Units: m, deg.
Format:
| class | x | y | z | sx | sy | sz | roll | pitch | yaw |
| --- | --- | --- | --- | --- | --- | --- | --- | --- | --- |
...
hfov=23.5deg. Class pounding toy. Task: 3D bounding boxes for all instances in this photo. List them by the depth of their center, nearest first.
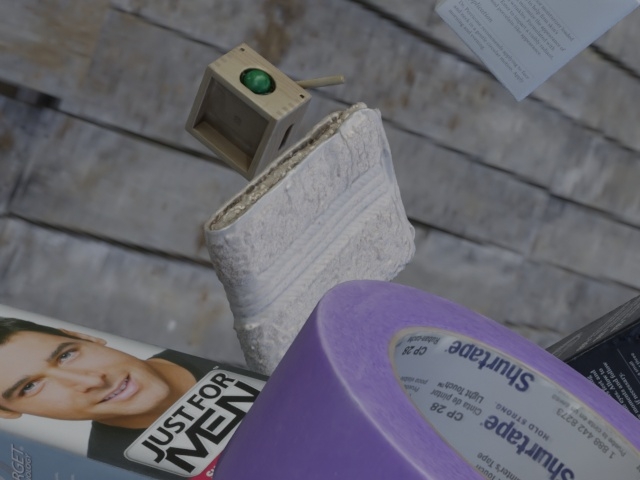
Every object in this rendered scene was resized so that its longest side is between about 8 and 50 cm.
| class | x | y | z | sx | sy | sz | roll | pitch | yaw |
| --- | --- | --- | --- | --- | --- | --- | --- | --- | --- |
| pounding toy | -0.067 | -0.162 | 1.831 | 0.100 | 0.130 | 0.141 | -40 | 163 | -43 |

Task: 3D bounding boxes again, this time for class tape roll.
| class | x | y | z | sx | sy | sz | roll | pitch | yaw |
| --- | --- | --- | --- | --- | --- | --- | --- | --- | --- |
| tape roll | 0.060 | 0.102 | 0.571 | 0.189 | 0.189 | 0.080 | 1 | 126 | -57 |

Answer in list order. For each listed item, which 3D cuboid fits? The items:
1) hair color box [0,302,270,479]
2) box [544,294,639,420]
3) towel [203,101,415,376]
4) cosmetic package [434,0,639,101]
| class | x | y | z | sx | sy | sz | roll | pitch | yaw |
| --- | --- | --- | --- | --- | --- | --- | --- | --- | --- |
| hair color box | -0.172 | 0.179 | 1.322 | 0.185 | 0.374 | 0.114 | -42 | 139 | -56 |
| box | 0.228 | 0.125 | 1.218 | 0.207 | 0.108 | 0.153 | -36 | 176 | 35 |
| towel | 0.000 | 0.000 | 1.479 | 0.282 | 0.049 | 0.187 | -44 | 126 | -44 |
| cosmetic package | 0.250 | -0.290 | 1.779 | 0.183 | 0.151 | 0.151 | -39 | -167 | 21 |
